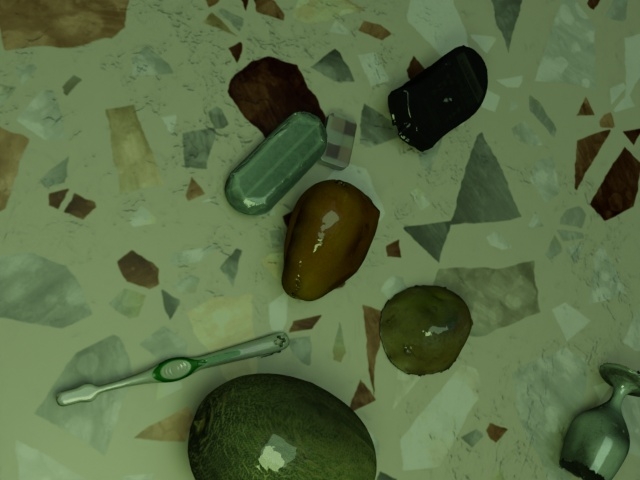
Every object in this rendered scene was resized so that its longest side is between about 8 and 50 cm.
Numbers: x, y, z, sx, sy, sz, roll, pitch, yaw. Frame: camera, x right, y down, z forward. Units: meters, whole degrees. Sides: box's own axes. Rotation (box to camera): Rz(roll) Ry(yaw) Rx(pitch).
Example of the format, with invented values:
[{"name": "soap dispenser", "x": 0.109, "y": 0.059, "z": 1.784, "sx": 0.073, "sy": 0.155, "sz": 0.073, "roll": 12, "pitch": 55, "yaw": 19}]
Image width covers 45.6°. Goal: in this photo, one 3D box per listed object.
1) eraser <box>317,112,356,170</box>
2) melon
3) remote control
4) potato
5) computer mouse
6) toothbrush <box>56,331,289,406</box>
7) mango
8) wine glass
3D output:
[{"name": "eraser", "x": 0.033, "y": -0.197, "z": 1.523, "sx": 0.065, "sy": 0.026, "sz": 0.105, "roll": 17, "pitch": 74, "yaw": -15}, {"name": "melon", "x": -0.060, "y": 0.351, "z": 1.265, "sx": 0.329, "sy": 0.248, "sz": 0.248, "roll": 21, "pitch": 73, "yaw": -20}, {"name": "remote control", "x": -0.082, "y": -0.148, "z": 1.446, "sx": 0.104, "sy": 0.052, "sz": 0.247, "roll": 39, "pitch": 69, "yaw": 5}, {"name": "potato", "x": 0.227, "y": 0.168, "z": 1.485, "sx": 0.202, "sy": 0.117, "sz": 0.182, "roll": -6, "pitch": 79, "yaw": -22}, {"name": "computer mouse", "x": 0.238, "y": -0.294, "z": 1.591, "sx": 0.264, "sy": 0.088, "sz": 0.147, "roll": -39, "pitch": 112, "yaw": -24}, {"name": "toothbrush", "x": -0.243, "y": 0.222, "z": 1.324, "sx": 0.418, "sy": 0.040, "sz": 0.042, "roll": -12, "pitch": 83, "yaw": -23}, {"name": "mango", "x": 0.000, "y": 0.000, "z": 1.409, "sx": 0.136, "sy": 0.166, "sz": 0.236, "roll": 20, "pitch": 94, "yaw": 26}, {"name": "wine glass", "x": 0.590, "y": 0.383, "z": 1.581, "sx": 0.126, "sy": 0.126, "sz": 0.241, "roll": 41, "pitch": 66, "yaw": -10}]
